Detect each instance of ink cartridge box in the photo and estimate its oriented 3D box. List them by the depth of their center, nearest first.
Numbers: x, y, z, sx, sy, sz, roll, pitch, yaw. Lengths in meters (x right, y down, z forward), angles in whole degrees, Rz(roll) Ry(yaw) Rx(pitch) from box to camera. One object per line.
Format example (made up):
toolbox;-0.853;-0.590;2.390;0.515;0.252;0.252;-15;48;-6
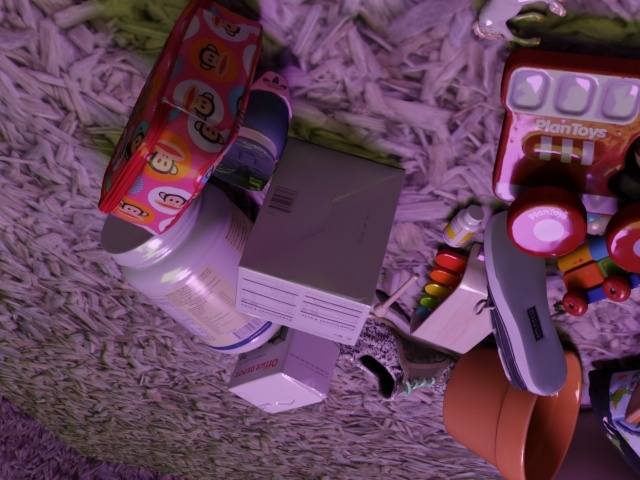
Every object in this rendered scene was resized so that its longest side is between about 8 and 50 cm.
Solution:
ink cartridge box;-0.054;0.187;1.414;0.115;0.272;0.198;34;143;-23

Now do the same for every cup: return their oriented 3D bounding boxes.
cup;0.650;0.538;1.638;0.331;0.236;0.331;12;147;8

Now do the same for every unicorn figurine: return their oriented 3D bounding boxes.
unicorn figurine;0.220;-0.278;0.802;0.111;0.060;0.162;17;144;-7

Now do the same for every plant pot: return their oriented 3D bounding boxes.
plant pot;0.389;0.344;1.463;0.204;0.290;0.291;13;150;38

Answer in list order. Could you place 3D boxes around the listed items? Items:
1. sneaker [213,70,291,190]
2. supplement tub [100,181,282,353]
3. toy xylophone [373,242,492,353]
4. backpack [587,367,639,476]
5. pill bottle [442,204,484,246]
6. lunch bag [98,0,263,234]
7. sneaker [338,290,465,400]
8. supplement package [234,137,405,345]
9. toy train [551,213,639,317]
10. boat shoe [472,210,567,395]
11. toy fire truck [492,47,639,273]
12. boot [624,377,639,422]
sneaker;-0.105;-0.161;1.096;0.112;0.131;0.319;24;169;-15
supplement tub;-0.216;0.038;1.305;0.235;0.235;0.325;-9;138;35
toy xylophone;0.249;0.114;1.343;0.236;0.081;0.322;25;146;-12
backpack;0.740;0.349;1.343;0.356;0.273;0.290;-30;113;33
pill bottle;0.240;-0.025;1.178;0.043;0.043;0.083;22;146;-7
lunch bag;-0.194;-0.160;0.958;0.120;0.293;0.258;25;146;-20
sneaker;0.171;0.278;1.527;0.410;0.182;0.158;35;143;-25
supplement package;0.000;0.000;1.125;0.204;0.261;0.145;17;146;2
toy train;0.406;0.040;1.134;0.143;0.105;0.248;62;150;7
boat shoe;0.319;0.104;1.173;0.105;0.113;0.306;-10;101;63
toy fire truck;0.371;-0.112;0.895;0.302;0.169;0.253;9;134;11
boot;0.666;0.266;1.175;0.211;0.104;0.295;25;139;9
